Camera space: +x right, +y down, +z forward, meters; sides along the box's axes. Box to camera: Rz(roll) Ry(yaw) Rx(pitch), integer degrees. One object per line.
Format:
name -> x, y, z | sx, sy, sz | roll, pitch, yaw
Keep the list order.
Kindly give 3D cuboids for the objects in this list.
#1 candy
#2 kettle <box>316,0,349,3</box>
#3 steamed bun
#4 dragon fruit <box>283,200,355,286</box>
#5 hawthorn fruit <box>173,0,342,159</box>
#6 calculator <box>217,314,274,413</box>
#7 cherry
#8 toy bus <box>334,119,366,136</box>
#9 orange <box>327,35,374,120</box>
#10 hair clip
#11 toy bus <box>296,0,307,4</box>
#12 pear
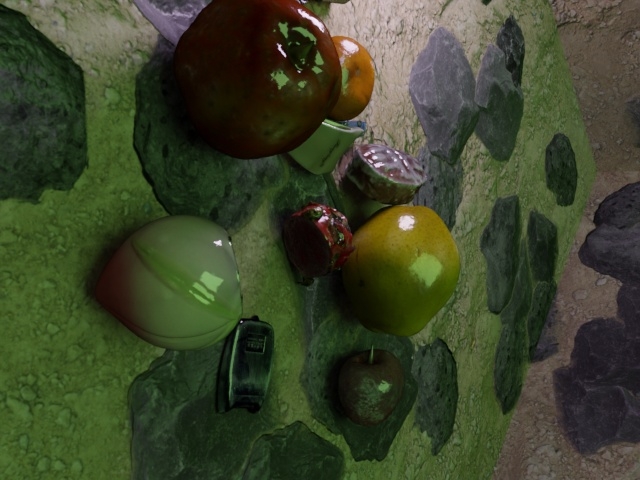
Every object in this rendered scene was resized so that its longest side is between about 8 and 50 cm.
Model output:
candy -> 0.211, -0.209, 1.872 | 0.290, 0.214, 0.157 | -4, 135, -46
kettle -> 0.017, -0.757, 1.698 | 0.148, 0.098, 0.126 | -18, 112, -43
steamed bun -> -0.329, 0.096, 1.245 | 0.309, 0.309, 0.309 | -4, 96, -48
dragon fruit -> 0.000, 0.000, 1.666 | 0.147, 0.211, 0.282 | -32, 142, -36
hawthorn fruit -> -0.125, -0.392, 1.348 | 0.403, 0.403, 0.402 | -4, 96, -48
calculator -> -0.196, 0.336, 1.581 | 0.177, 0.040, 0.268 | 18, 75, -50
cherry -> 0.162, 0.457, 1.858 | 0.236, 0.213, 0.285 | -6, 107, -39
toy bus -> 0.082, -0.351, 1.835 | 0.153, 0.051, 0.061 | -15, 116, -47
orange -> 0.051, -0.469, 1.698 | 0.240, 0.171, 0.240 | -12, 106, -48
hair clip -> -0.003, -0.280, 1.665 | 0.282, 0.113, 0.172 | 22, 118, -38
toy bus -> -0.108, -0.619, 1.573 | 0.098, 0.087, 0.178 | 25, 76, -40
pear -> 0.248, 0.092, 1.819 | 0.362, 0.363, 0.418 | 18, 83, -47
